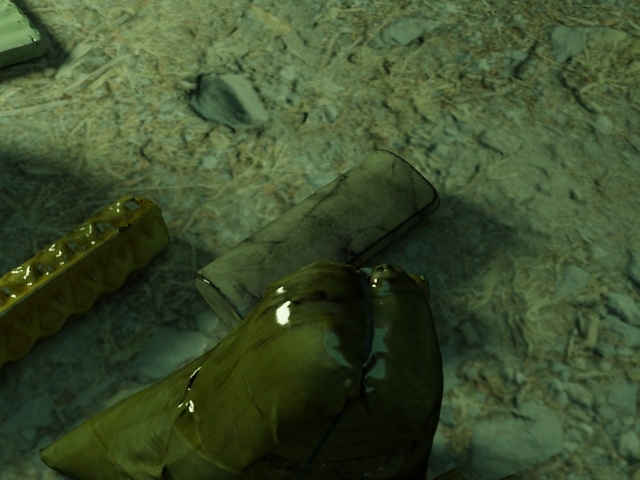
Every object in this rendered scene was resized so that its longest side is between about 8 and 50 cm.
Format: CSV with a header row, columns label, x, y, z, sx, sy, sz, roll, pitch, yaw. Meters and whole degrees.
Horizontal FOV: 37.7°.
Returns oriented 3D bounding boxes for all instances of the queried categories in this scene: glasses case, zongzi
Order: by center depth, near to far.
label,x,y,z,sx,sy,sz,roll,pitch,yaw
zongzi,-0.090,0.142,0.806,0.392,0.356,0.174,2,59,1
glasses case,0.000,0.000,1.101,0.299,0.060,0.114,-36,62,-26

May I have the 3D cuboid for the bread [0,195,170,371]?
label,x,y,z,sx,sy,sz,roll,pitch,yaw
bread,-0.316,0.068,1.025,0.367,0.084,0.077,-38,20,-29

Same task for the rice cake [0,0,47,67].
label,x,y,z,sx,sy,sz,roll,pitch,yaw
rice cake,-0.514,-0.291,1.314,0.198,0.037,0.189,-28,59,-23

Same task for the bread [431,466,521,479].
label,x,y,z,sx,sy,sz,roll,pitch,yaw
bread,0.191,0.347,0.769,0.370,0.192,0.314,-16,49,-29

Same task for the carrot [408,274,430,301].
label,x,y,z,sx,sy,sz,roll,pitch,yaw
carrot,0.024,0.110,1.030,0.254,0.049,0.049,-31,60,-21
